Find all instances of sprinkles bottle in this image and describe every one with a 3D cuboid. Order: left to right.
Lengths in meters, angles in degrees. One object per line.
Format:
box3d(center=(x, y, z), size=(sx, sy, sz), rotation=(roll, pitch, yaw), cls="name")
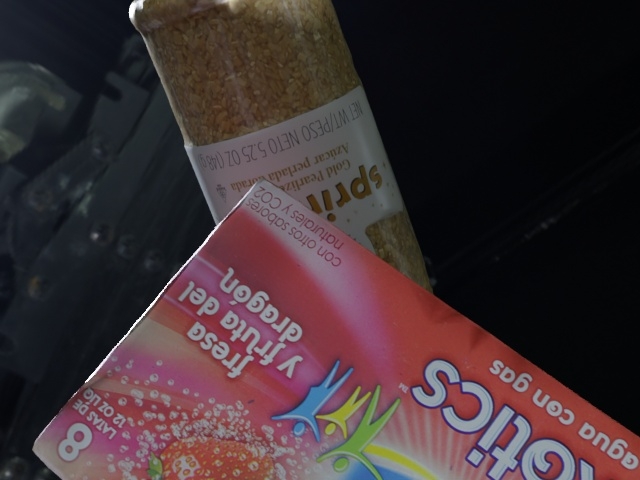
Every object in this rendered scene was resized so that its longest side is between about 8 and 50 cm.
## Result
box3d(center=(0.000, 0.000, 0.591), size=(0.121, 0.356, 0.121), rotation=(-19, -165, 5), cls="sprinkles bottle")

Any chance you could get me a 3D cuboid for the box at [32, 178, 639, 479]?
box3d(center=(0.056, 0.132, 0.381), size=(0.300, 0.154, 0.142), rotation=(35, -103, 18), cls="box")
